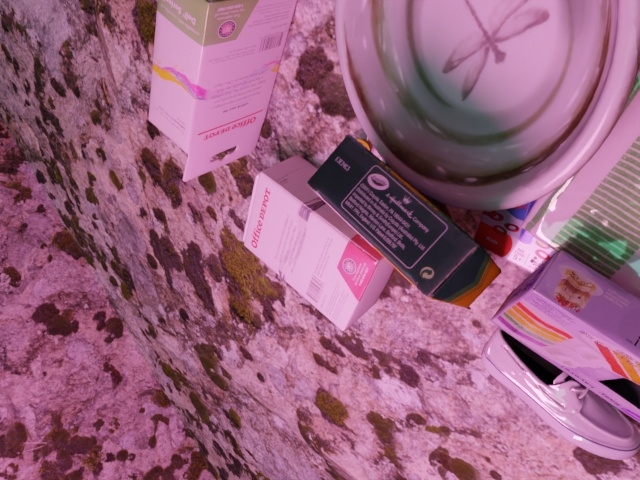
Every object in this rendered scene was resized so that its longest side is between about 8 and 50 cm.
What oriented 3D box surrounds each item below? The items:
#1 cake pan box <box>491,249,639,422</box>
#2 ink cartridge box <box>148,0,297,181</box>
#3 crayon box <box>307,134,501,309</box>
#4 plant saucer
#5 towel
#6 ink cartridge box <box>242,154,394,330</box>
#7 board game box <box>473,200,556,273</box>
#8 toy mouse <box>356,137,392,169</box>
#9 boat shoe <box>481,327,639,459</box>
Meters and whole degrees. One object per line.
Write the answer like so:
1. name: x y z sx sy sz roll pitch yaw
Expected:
1. cake pan box: 0.369 0.138 0.670 0.267 0.070 0.246 35 172 14
2. ink cartridge box: -0.184 -0.294 0.935 0.119 0.207 0.353 41 136 16
3. crayon box: 0.135 -0.008 0.723 0.083 0.323 0.203 -49 66 8
4. plant saucer: 0.172 -0.236 0.591 0.400 0.101 0.400 37 139 41
5. towel: 0.404 -0.009 0.539 0.325 0.038 0.248 38 135 20
6. ink cartridge box: 0.000 0.000 1.010 0.283 0.117 0.207 39 136 19
7. board game box: 0.377 -0.060 0.628 0.308 0.086 0.302 31 133 27
8. toy mouse: 0.101 -0.108 0.894 0.143 0.031 0.161 37 120 13
9. boat shoe: 0.371 0.228 0.811 0.258 0.095 0.084 32 138 25
